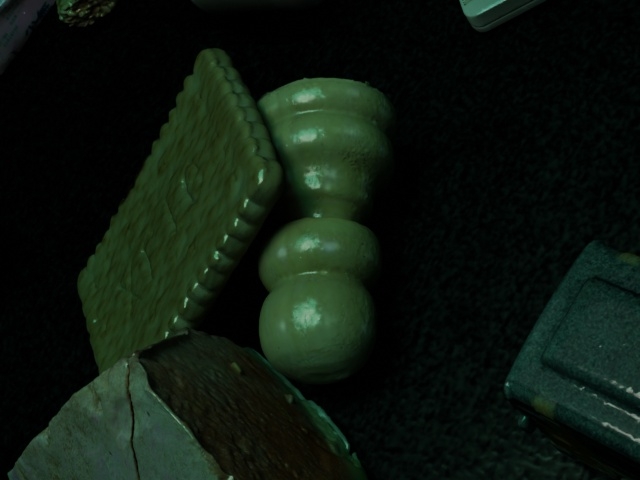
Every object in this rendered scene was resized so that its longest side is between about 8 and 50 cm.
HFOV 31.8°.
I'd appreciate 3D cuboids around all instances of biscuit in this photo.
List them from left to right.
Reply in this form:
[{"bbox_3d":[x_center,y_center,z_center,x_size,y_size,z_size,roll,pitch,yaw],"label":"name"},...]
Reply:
[{"bbox_3d":[-0.307,-0.350,1.454,0.082,0.070,0.168,-33,50,24],"label":"biscuit"},{"bbox_3d":[-0.138,0.000,1.052,0.325,0.044,0.217,-57,40,28],"label":"biscuit"}]

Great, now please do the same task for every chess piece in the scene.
[{"bbox_3d":[0.000,0.000,0.994,0.143,0.143,0.261,-13,63,28],"label":"chess piece"}]

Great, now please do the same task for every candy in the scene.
[{"bbox_3d":[-0.426,-0.303,1.501,0.092,0.073,0.160,25,77,37],"label":"candy"}]

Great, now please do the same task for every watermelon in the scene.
[{"bbox_3d":[-0.062,0.190,0.878,0.292,0.222,0.319,50,137,15],"label":"watermelon"}]

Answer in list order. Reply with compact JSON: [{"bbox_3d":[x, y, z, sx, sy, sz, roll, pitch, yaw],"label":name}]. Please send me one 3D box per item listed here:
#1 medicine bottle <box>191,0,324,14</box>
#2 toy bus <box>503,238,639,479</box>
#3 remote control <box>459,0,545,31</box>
[{"bbox_3d":[-0.093,-0.318,1.240,0.215,0.135,0.135,6,66,37],"label":"medicine bottle"},{"bbox_3d":[0.263,0.117,0.703,0.275,0.167,0.138,26,79,42],"label":"toy bus"},{"bbox_3d":[0.243,-0.291,1.064,0.250,0.034,0.103,-26,51,18],"label":"remote control"}]
